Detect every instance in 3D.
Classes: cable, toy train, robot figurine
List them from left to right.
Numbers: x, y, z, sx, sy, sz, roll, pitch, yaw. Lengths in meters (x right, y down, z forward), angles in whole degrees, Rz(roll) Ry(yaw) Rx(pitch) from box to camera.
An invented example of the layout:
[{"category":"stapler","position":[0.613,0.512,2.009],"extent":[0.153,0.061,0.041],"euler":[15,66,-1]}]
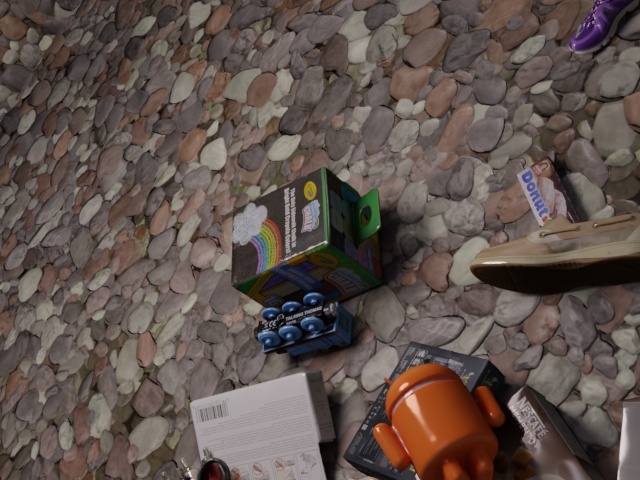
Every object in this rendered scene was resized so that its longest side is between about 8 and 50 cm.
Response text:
[{"category":"cable","position":[-0.181,0.502,1.863],"extent":[0.139,0.072,0.287],"euler":[-34,69,13]},{"category":"toy train","position":[-0.033,0.162,1.926],"extent":[0.184,0.105,0.080],"euler":[-21,44,30]},{"category":"robot figurine","position":[0.175,0.268,1.524],"extent":[0.158,0.128,0.219],"euler":[-44,47,17]}]

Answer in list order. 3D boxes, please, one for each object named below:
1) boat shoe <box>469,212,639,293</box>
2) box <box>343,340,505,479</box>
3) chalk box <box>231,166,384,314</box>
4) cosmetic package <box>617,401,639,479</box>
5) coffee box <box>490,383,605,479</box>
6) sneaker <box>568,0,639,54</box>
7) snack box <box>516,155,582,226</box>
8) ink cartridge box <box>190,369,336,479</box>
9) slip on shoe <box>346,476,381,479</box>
[{"category":"boat shoe","position":[0.384,0.015,1.658],"extent":[0.302,0.109,0.098],"euler":[-8,58,31]},{"category":"box","position":[0.163,0.282,1.674],"extent":[0.183,0.059,0.233],"euler":[7,60,53]},{"category":"chalk box","position":[0.000,0.000,1.947],"extent":[0.289,0.179,0.180],"euler":[-23,51,28]},{"category":"cosmetic package","position":[0.405,0.303,1.179],"extent":[0.127,0.107,0.238],"euler":[-6,57,39]},{"category":"coffee box","position":[0.324,0.350,1.506],"extent":[0.141,0.098,0.246],"euler":[-41,45,14]},{"category":"sneaker","position":[0.491,-0.403,1.845],"extent":[0.170,0.071,0.068],"euler":[-52,43,4]},{"category":"snack box","position":[0.387,-0.059,1.759],"extent":[0.064,0.022,0.178],"euler":[-34,47,22]},{"category":"ink cartridge box","position":[-0.096,0.377,1.886],"extent":[0.275,0.060,0.239],"euler":[-19,79,32]},{"category":"slip on shoe","position":[0.068,0.409,1.690],"extent":[0.135,0.051,0.041],"euler":[-39,27,64]}]
